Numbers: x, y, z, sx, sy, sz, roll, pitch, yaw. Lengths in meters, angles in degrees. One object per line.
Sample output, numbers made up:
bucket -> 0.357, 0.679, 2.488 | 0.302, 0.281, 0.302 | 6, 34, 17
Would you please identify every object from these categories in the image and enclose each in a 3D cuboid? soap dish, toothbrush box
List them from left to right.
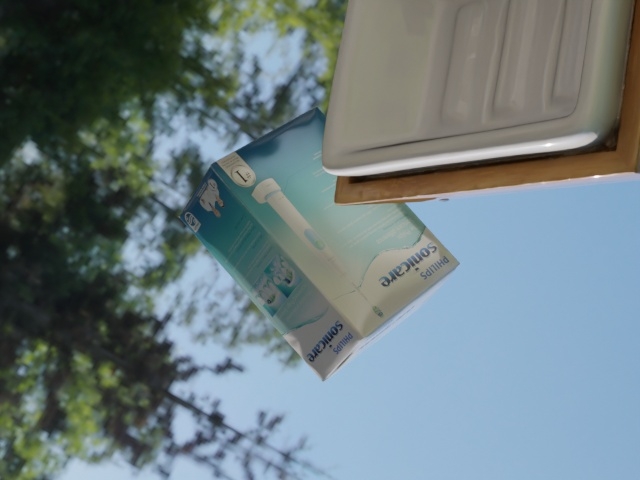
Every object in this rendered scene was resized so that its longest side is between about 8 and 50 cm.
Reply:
toothbrush box -> 0.000, 0.000, 1.650 | 0.216, 0.295, 0.126 | -35, 167, -41
soap dish -> 0.137, -0.137, 0.901 | 0.291, 0.118, 0.229 | -4, -108, 51
